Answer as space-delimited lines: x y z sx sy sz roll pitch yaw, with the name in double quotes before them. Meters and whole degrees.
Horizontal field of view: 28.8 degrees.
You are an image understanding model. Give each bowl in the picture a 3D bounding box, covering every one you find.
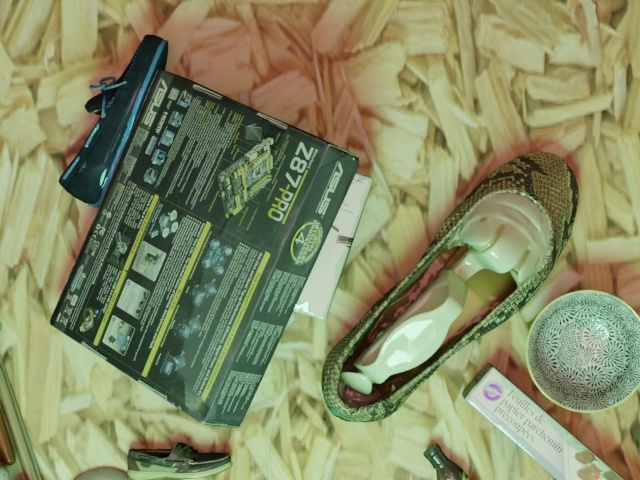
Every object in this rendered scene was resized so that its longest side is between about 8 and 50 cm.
"bowl" 0.368 0.152 1.747 0.170 0.080 0.170 0 90 2

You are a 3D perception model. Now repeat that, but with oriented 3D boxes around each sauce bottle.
"sauce bottle" 0.193 0.346 1.768 0.042 0.042 0.128 -35 91 1

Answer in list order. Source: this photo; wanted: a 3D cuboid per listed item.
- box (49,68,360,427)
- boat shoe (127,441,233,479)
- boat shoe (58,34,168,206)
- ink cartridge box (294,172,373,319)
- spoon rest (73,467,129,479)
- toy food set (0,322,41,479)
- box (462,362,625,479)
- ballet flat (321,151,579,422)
"box" -0.164 0.004 1.671 0.318 0.097 0.394 26 94 35
"boat shoe" -0.202 0.311 1.771 0.152 0.056 0.049 -7 94 1
"boat shoe" -0.295 -0.176 1.754 0.089 0.109 0.258 24 88 5
"ink cartridge box" 0.000 0.000 1.723 0.086 0.148 0.203 18 91 0
"spoon rest" -0.277 0.454 1.771 0.137 0.084 0.276 -31 76 0
"toy food set" -0.493 0.284 1.701 0.220 0.092 0.306 -16 84 -34
"box" 0.341 0.302 1.755 0.324 0.067 0.063 41 90 0
"ballet flat" 0.187 0.071 1.702 0.164 0.182 0.483 44 90 2
